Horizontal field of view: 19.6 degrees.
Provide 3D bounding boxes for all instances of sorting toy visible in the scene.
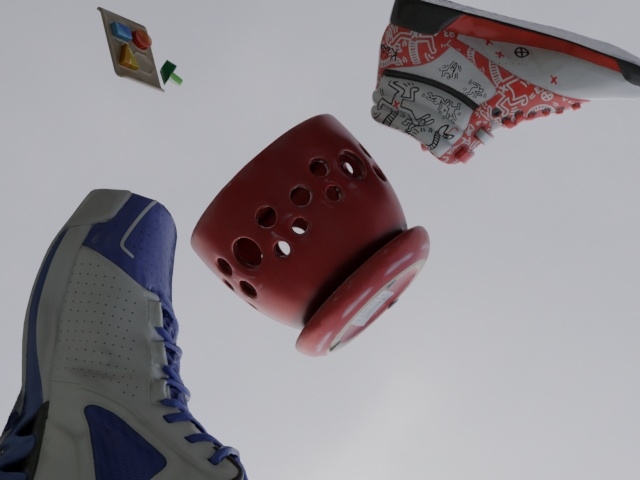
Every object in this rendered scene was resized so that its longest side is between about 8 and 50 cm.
[{"bbox_3d":[-0.131,-0.139,1.369,0.012,0.083,0.062,-28,-111,23],"label":"sorting toy"}]

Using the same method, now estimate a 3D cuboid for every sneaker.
[{"bbox_3d":[0.182,-0.137,1.778,0.270,0.145,0.090,14,-165,-5],"label":"sneaker"},{"bbox_3d":[-0.113,0.131,1.210,0.182,0.127,0.315,8,-120,13],"label":"sneaker"}]

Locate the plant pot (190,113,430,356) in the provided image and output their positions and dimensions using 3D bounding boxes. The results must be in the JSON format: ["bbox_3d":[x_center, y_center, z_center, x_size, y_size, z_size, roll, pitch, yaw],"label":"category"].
[{"bbox_3d":[0.000,0.000,1.777,0.191,0.191,0.174,-44,-101,-10],"label":"plant pot"}]
